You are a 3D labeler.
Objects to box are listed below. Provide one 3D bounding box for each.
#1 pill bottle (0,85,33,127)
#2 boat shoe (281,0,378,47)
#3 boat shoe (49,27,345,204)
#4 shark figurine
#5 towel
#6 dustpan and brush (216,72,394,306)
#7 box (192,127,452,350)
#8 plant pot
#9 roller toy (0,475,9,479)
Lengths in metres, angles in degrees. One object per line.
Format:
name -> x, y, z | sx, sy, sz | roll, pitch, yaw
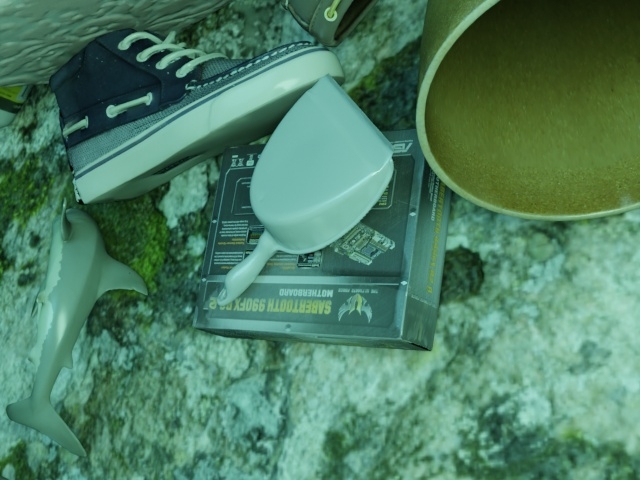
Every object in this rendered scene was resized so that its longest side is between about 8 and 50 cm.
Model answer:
pill bottle -> -0.403, -0.329, 1.101 | 0.188, 0.188, 0.334 | 34, 95, 38
boat shoe -> 0.094, -0.309, 0.767 | 0.324, 0.116, 0.097 | -41, 84, 7
boat shoe -> -0.144, -0.160, 0.871 | 0.340, 0.127, 0.158 | -21, 86, 29
shark figurine -> -0.244, 0.071, 0.911 | 0.166, 0.116, 0.278 | 133, 145, -56
towel -> -0.237, -0.234, 0.873 | 0.316, 0.332, 0.054 | -22, 91, 27
dustpan and brush -> -0.029, -0.025, 0.746 | 0.211, 0.060, 0.147 | -43, 43, 9
box -> 0.000, 0.000, 0.782 | 0.231, 0.056, 0.183 | -2, 74, 35
plant pot -> 0.180, -0.185, 0.634 | 0.237, 0.237, 0.254 | -24, 46, 27
roller toy -> -0.401, 0.328, 0.898 | 0.209, 0.146, 0.191 | -2, 64, 41
